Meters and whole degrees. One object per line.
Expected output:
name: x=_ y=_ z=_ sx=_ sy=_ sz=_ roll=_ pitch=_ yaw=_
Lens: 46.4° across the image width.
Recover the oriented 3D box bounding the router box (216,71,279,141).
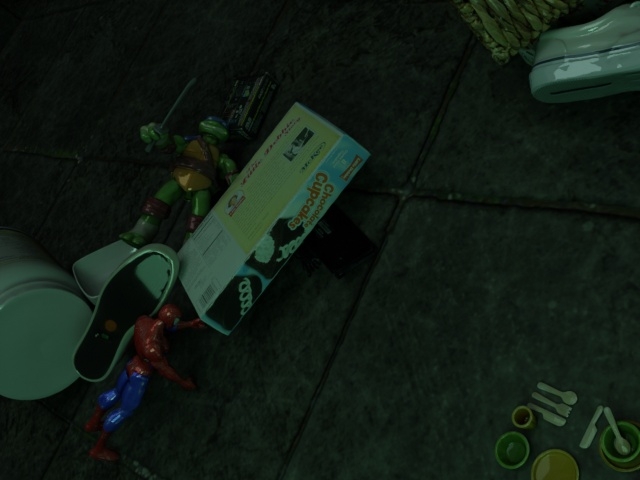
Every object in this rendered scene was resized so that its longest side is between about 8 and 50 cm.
router box: x=-0.137 y=-0.240 z=1.353 sx=0.092 sy=0.038 sz=0.122 roll=4 pitch=66 yaw=45

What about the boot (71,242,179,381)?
boot: x=-0.290 y=0.090 z=1.185 sx=0.244 sy=0.088 sz=0.176 roll=-54 pitch=4 yaw=15

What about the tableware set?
tableware set: x=0.241 y=0.200 z=0.706 sx=0.154 sy=0.024 sz=0.104 roll=22 pitch=80 yaw=48

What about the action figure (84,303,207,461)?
action figure: x=-0.243 y=0.206 z=1.120 sx=0.280 sy=0.139 sz=0.091 roll=-61 pitch=39 yaw=26

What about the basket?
basket: x=0.230 y=-0.387 z=0.914 sx=0.223 sy=0.213 sz=0.299 roll=-37 pitch=18 yaw=19

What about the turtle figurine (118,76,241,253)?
turtle figurine: x=-0.204 y=-0.100 z=1.201 sx=0.274 sy=0.197 sz=0.266 roll=6 pitch=71 yaw=49

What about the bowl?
bowl: x=-0.348 y=0.060 z=1.302 sx=0.142 sy=0.053 sz=0.142 roll=-28 pitch=36 yaw=-17

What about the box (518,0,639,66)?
box: x=0.355 y=-0.289 z=0.926 sx=0.207 sy=0.036 sz=0.114 roll=-47 pitch=41 yaw=8

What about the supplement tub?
supplement tub: x=-0.552 y=0.124 z=1.340 sx=0.325 sy=0.235 sz=0.235 roll=27 pitch=83 yaw=49

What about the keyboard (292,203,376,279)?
keyboard: x=0.000 y=0.000 z=1.074 sx=0.100 sy=0.038 sz=0.192 roll=-31 pitch=39 yaw=-9

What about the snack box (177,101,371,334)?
snack box: x=-0.082 y=-0.041 z=1.089 sx=0.322 sy=0.060 sz=0.187 roll=-51 pitch=33 yaw=5

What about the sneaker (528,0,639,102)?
sneaker: x=0.353 y=-0.215 z=0.806 sx=0.258 sy=0.094 sz=0.091 roll=-1 pitch=78 yaw=30
